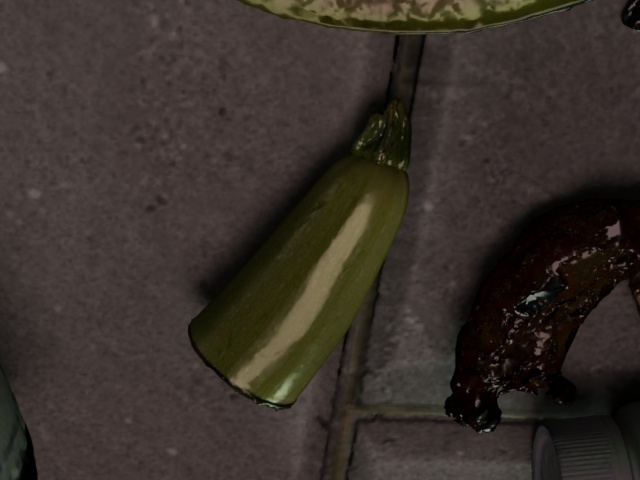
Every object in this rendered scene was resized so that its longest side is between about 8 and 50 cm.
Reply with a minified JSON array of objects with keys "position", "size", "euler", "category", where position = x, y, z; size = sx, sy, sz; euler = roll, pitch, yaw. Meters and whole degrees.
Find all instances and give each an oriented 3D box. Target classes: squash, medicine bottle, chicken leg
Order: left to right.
[{"position":[0.000,0.000,1.214],"size":[0.094,0.094,0.224],"euler":[24,111,-22],"category":"squash"},{"position":[0.162,0.045,1.269],"size":[0.105,0.063,0.234],"euler":[16,120,-23],"category":"chicken leg"},{"position":[0.277,0.184,1.332],"size":[0.225,0.139,0.139],"euler":[-4,124,-4],"category":"medicine bottle"}]

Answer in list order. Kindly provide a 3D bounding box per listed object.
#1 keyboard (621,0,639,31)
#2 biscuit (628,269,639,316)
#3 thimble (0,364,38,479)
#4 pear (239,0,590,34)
[{"position":[0.268,-0.219,1.128],"size":[0.072,0.023,0.231],"euler":[17,120,-15],"category":"keyboard"},{"position":[0.315,0.009,1.282],"size":[0.199,0.034,0.064],"euler":[-25,124,9],"category":"biscuit"},{"position":[-0.310,0.139,1.188],"size":[0.237,0.237,0.150],"euler":[-15,120,3],"category":"thimble"},{"position":[0.053,-0.308,0.953],"size":[0.398,0.165,0.399],"euler":[-3,124,-5],"category":"pear"}]
